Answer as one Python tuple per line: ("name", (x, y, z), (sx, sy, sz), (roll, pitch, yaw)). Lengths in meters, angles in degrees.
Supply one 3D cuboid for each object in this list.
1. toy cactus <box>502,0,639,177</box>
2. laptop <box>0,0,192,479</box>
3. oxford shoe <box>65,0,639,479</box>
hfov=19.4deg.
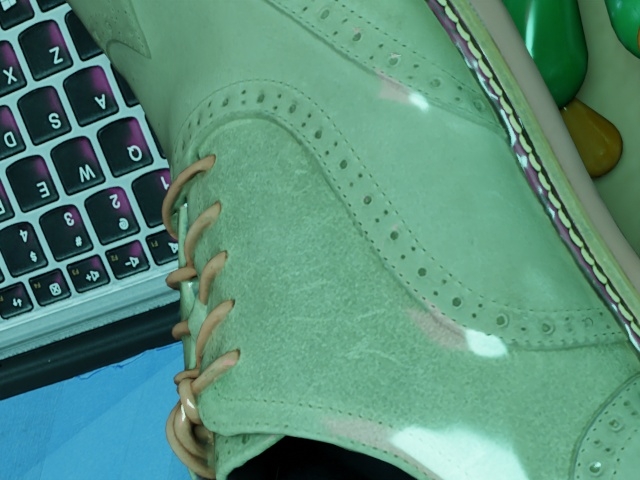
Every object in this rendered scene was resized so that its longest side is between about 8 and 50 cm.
("toy cactus", (0.082, -0.084, 0.561), (0.180, 0.112, 0.219), (59, 146, 22))
("laptop", (-0.220, 0.035, 0.679), (0.382, 0.236, 0.408), (-19, 96, 30))
("oxford shoe", (0.000, 0.000, 0.512), (0.348, 0.130, 0.123), (49, 156, 22))
